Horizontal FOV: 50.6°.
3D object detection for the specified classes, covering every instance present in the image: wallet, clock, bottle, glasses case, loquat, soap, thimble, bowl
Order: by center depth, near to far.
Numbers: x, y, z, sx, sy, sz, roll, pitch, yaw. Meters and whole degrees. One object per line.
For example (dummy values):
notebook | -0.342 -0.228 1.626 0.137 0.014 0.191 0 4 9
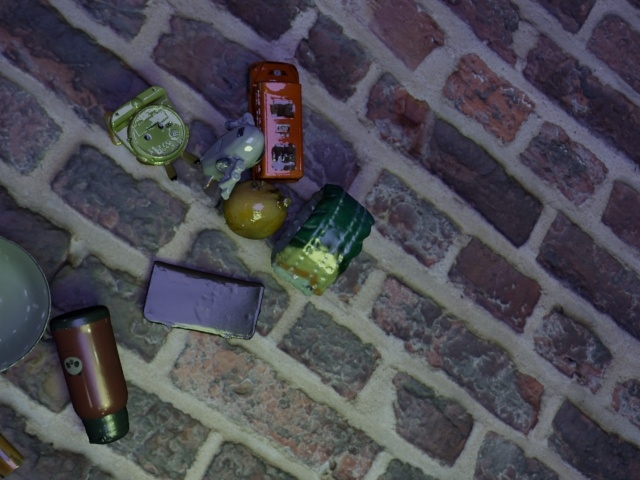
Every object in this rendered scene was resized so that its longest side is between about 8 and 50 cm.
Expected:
bowl | -0.809 0.144 1.598 0.337 0.157 0.337 0 90 -17
glasses case | -0.810 0.501 1.656 0.064 0.041 0.170 -40 101 -12
bottle | -0.564 0.339 1.679 0.144 0.144 0.336 -13 95 -16
soap | -0.535 -0.290 1.755 0.034 0.012 0.089 -19 95 -17
clock | -0.418 -0.270 1.756 0.170 0.069 0.232 -41 102 -17
loquat | -0.164 -0.084 1.780 0.172 0.204 0.149 31 50 -47
thimble | 0.000 0.000 1.784 0.167 0.254 0.288 37 77 -12
wallet | -0.310 0.164 1.804 0.309 0.042 0.165 13 84 -17

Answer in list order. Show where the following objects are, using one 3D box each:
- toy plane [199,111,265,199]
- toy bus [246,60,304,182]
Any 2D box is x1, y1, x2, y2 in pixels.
toy plane | -0.223 -0.215 1.736 0.117 0.244 0.245 31 81 -30
toy bus | -0.116 -0.322 1.807 0.143 0.153 0.329 -1 89 -16
